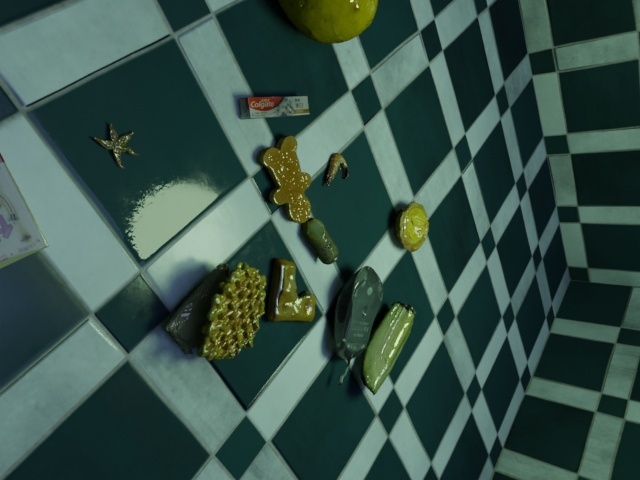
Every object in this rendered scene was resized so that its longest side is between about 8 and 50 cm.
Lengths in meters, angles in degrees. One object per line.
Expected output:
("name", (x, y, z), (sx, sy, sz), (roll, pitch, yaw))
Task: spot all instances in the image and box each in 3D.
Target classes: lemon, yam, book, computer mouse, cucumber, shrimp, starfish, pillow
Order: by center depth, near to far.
("book", (-0.584, -0.056, 0.816), (0.162, 0.022, 0.232), (-35, 117, -39))
("starfish", (-0.415, -0.192, 0.999), (0.086, 0.016, 0.092), (-15, 107, -44))
("pillow", (-0.269, 0.158, 1.153), (0.208, 0.053, 0.119), (-52, 137, -32))
("lemon", (0.019, -0.647, 1.270), (0.260, 0.260, 0.284), (-66, 156, -21))
("yam", (0.000, 0.000, 1.429), (0.070, 0.069, 0.146), (-54, 130, -30))
("shrimp", (0.050, -0.205, 1.502), (0.091, 0.025, 0.127), (49, 56, -40))
("computer mouse", (0.094, 0.262, 1.543), (0.167, 0.090, 0.379), (21, 83, -46))
("cucumber", (0.215, 0.371, 1.677), (0.325, 0.105, 0.145), (-58, 157, -28))

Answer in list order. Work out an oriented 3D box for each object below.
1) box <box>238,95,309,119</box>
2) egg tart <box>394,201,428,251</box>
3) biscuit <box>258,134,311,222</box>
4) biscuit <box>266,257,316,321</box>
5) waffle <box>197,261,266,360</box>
("box", (-0.118, -0.351, 1.294), (0.218, 0.039, 0.055), (-18, 107, -46))
("egg tart", (0.323, -0.049, 1.778), (0.191, 0.074, 0.191), (-6, 97, -49))
("biscuit", (-0.088, -0.158, 1.345), (0.158, 0.035, 0.240), (-35, 117, -38))
("biscuit", (-0.073, 0.148, 1.385), (0.183, 0.039, 0.174), (17, 78, -47))
("waffle", (-0.200, 0.172, 1.163), (0.238, 0.058, 0.243), (-67, 160, -2))
